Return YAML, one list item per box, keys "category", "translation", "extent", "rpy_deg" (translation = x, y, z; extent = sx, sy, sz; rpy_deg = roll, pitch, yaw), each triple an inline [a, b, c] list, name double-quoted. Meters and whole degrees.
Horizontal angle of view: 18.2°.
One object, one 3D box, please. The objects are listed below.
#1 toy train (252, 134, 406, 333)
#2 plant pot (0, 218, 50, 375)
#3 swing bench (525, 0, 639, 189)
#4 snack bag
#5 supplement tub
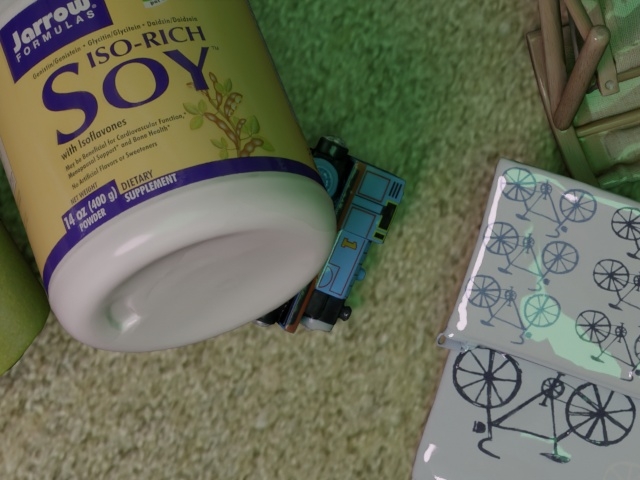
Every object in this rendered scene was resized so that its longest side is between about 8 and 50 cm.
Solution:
- category: "toy train"
  translation: [0.000, 0.000, 1.794]
  extent: [0.105, 0.080, 0.184]
  rpy_deg: [22, 93, -13]
- category: "plant pot"
  translation: [-0.373, 0.015, 1.685]
  extent: [0.276, 0.276, 0.254]
  rpy_deg: [-38, 110, -1]
- category: "swing bench"
  translation: [0.323, -0.192, 1.744]
  extent: [0.253, 0.255, 0.165]
  rpy_deg: [-17, 59, -5]
- category: "snack bag"
  translation: [0.260, 0.129, 1.788]
  extent: [0.323, 0.037, 0.342]
  rpy_deg: [20, 108, 6]
- category: "supplement tub"
  translation: [-0.147, -0.101, 1.634]
  extent: [0.241, 0.241, 0.331]
  rpy_deg: [-21, 67, -3]
